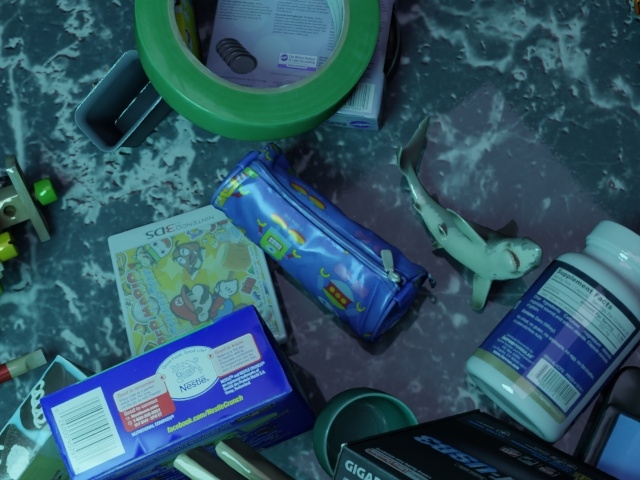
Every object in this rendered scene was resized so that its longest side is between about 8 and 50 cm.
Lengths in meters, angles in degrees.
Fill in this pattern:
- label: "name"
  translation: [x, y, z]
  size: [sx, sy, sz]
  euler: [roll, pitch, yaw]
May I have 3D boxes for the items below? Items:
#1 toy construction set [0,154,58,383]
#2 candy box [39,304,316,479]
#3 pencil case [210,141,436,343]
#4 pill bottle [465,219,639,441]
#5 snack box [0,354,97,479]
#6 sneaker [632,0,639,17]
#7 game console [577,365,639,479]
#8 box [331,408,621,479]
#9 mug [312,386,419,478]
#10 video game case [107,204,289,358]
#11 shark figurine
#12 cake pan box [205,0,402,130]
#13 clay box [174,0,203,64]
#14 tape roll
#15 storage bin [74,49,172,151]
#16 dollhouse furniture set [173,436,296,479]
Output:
- label: "toy construction set"
  translation: [-0.441, 0.031, 1.643]
  size: [0.237, 0.257, 0.309]
  euler: [-22, 96, -12]
- label: "candy box"
  translation: [-0.157, 0.209, 1.501]
  size: [0.268, 0.317, 0.122]
  euler: [-24, 73, -2]
- label: "pencil case"
  translation: [0.000, 0.000, 1.619]
  size: [0.306, 0.133, 0.119]
  euler: [40, 61, 7]
- label: "pill bottle"
  translation: [0.321, 0.111, 1.562]
  size: [0.153, 0.153, 0.265]
  euler: [41, 83, 13]
- label: "snack box"
  translation: [-0.383, 0.303, 1.569]
  size: [0.060, 0.187, 0.322]
  euler: [34, 82, 12]
- label: "sneaker"
  translation: [0.426, -0.363, 1.693]
  size: [0.180, 0.124, 0.321]
  euler: [1, 66, 10]
- label: "game console"
  translation: [0.435, 0.327, 1.475]
  size: [0.250, 0.173, 0.293]
  euler: [25, 83, 0]
- label: "box"
  translation: [0.212, 0.299, 1.411]
  size: [0.295, 0.293, 0.073]
  euler: [25, 106, 37]
- label: "mug"
  translation: [0.057, 0.266, 1.573]
  size: [0.129, 0.097, 0.158]
  euler: [-6, 92, -14]
- label: "video game case"
  translation: [-0.168, 0.064, 1.663]
  size: [0.206, 0.026, 0.227]
  euler: [-18, 63, 2]
- label: "shark figurine"
  translation: [0.203, -0.028, 1.653]
  size: [0.116, 0.166, 0.278]
  euler: [-27, 55, -27]
- label: "cake pan box"
  translation: [-0.019, -0.289, 1.736]
  size: [0.266, 0.070, 0.246]
  euler: [6, 79, 7]
- label: "clay box"
  translation: [-0.206, -0.318, 1.730]
  size: [0.053, 0.127, 0.222]
  euler: [-8, 75, 4]
- label: "tape roll"
  translation: [-0.085, -0.293, 1.632]
  size: [0.321, 0.077, 0.321]
  euler: [2, 77, -9]
- label: "storage bin"
  translation: [-0.262, -0.191, 1.712]
  size: [0.098, 0.091, 0.135]
  euler: [46, 100, 13]
- label: "dollhouse furniture set"
  translation: [-0.094, 0.439, 1.389]
  size: [0.256, 0.394, 0.362]
  euler: [33, 94, 12]
